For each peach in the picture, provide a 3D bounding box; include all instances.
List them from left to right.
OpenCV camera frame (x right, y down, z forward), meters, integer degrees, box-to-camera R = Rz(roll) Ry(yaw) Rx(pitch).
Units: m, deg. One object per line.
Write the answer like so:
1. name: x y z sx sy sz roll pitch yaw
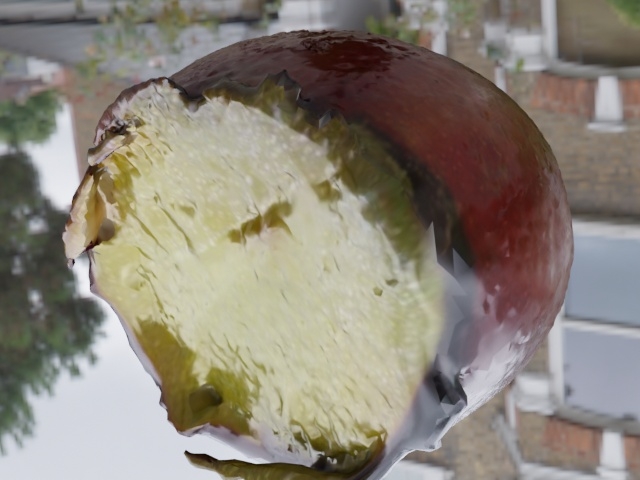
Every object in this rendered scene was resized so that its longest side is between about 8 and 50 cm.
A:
1. peach: 0.000 0.000 0.973 0.353 0.339 0.416 -34 -172 -3
